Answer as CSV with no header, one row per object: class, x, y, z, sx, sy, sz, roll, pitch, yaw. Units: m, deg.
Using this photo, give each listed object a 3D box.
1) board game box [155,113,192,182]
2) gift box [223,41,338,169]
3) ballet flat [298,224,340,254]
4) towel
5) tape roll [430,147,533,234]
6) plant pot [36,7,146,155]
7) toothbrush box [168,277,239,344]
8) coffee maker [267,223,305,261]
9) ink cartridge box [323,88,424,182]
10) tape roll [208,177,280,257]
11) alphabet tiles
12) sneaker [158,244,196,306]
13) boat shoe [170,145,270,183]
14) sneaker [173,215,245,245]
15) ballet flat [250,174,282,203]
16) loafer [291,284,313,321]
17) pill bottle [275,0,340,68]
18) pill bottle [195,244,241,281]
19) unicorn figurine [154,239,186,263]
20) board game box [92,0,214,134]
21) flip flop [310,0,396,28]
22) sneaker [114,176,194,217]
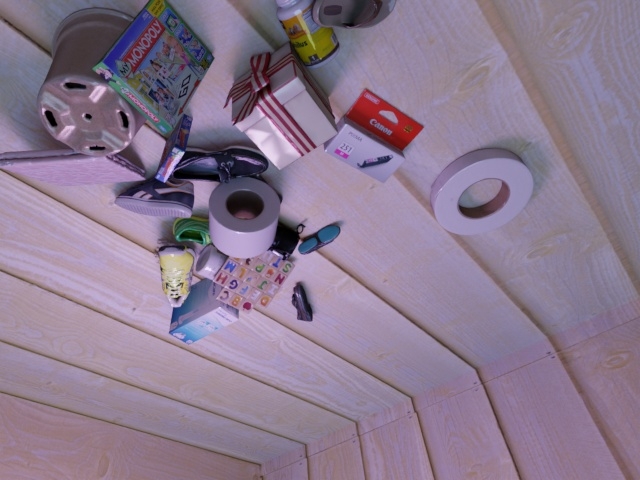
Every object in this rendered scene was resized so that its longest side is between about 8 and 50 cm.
board game box,-0.458,-0.292,1.367,0.035,0.201,0.136,27,125,-29
gift box,-0.131,-0.387,1.283,0.276,0.255,0.258,-31,132,14
ballet flat,0.000,0.000,1.817,0.203,0.074,0.074,-30,131,12
towel,-0.756,-0.228,1.358,0.317,0.053,0.332,-5,177,-4
tape roll,0.629,-0.181,1.714,0.392,0.072,0.392,-3,135,-3
plant pot,-0.587,-0.399,1.172,0.334,0.305,0.333,-4,135,-4
toothbrush box,-0.508,0.294,1.926,0.296,0.216,0.126,-29,131,19
coffee maker,-0.184,-0.024,1.738,0.178,0.120,0.171,26,86,-33
ink cartridge box,0.188,-0.348,1.500,0.275,0.060,0.239,23,128,-27
tape roll,-0.272,-0.081,1.550,0.246,0.246,0.169,3,146,-10
alphabet tiles,-0.270,0.135,1.818,0.285,0.011,0.342,35,89,-34
sneaker,-0.575,0.145,1.764,0.145,0.147,0.384,-1,150,-11
boat shoe,-0.344,-0.243,1.463,0.340,0.113,0.127,5,139,-2
sneaker,-0.418,-0.029,1.685,0.296,0.123,0.109,-3,134,-6
ballet flat,-0.204,-0.194,1.619,0.058,0.049,0.173,-5,137,38
loafer,-0.102,0.313,2.089,0.084,0.096,0.267,-8,137,9
pill bottle,-0.041,-0.591,1.188,0.117,0.117,0.215,-24,132,15
pill bottle,-0.393,0.122,1.831,0.229,0.131,0.131,30,124,-32
unicorn figurine,-0.614,0.042,1.782,0.111,0.060,0.162,9,147,-29
board game box,-0.414,-0.461,1.129,0.046,0.317,0.213,-12,139,33
flip flop,0.101,-0.614,1.150,0.277,0.080,0.112,-22,135,-32
sneaker,-0.580,-0.158,1.550,0.321,0.127,0.126,6,164,20
